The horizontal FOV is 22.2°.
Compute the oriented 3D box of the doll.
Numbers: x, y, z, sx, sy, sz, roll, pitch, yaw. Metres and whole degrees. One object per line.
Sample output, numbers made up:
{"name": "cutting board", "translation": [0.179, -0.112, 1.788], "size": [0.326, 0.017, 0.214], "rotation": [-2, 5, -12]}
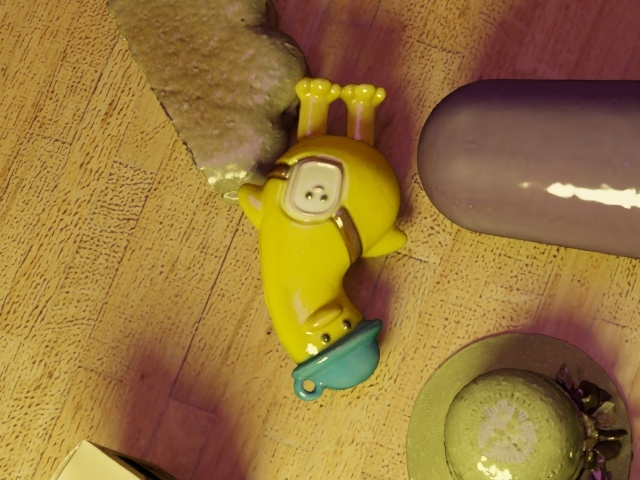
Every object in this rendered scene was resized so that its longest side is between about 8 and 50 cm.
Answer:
{"name": "doll", "translation": [0.000, 0.000, 1.833], "size": [0.199, 0.145, 0.363], "rotation": [7, 79, -8]}

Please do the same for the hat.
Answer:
{"name": "hat", "translation": [0.202, 0.212, 1.727], "size": [0.257, 0.130, 0.257], "rotation": [-4, 74, 14]}

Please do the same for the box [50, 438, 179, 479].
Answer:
{"name": "box", "translation": [-0.183, 0.306, 1.762], "size": [0.168, 0.212, 0.095], "rotation": [30, 85, 20]}

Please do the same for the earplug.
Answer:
{"name": "earplug", "translation": [0.323, -0.075, 1.742], "size": [0.455, 0.215, 0.215], "rotation": [6, 76, 20]}

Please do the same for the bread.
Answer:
{"name": "bread", "translation": [-0.117, -0.209, 1.953], "size": [0.183, 0.102, 0.337], "rotation": [-31, 67, 2]}
